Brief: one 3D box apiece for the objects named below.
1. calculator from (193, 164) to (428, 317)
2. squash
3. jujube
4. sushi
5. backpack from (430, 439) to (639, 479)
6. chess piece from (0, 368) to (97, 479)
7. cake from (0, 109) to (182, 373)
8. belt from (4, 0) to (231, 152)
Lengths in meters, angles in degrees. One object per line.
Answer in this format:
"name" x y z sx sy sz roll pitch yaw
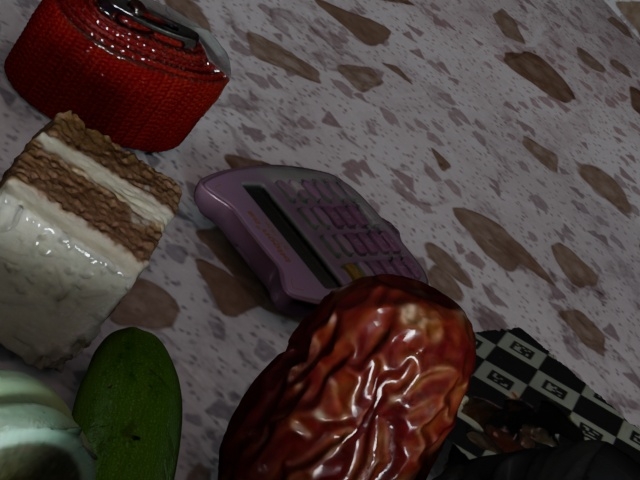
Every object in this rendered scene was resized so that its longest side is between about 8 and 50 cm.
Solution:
"calculator" -0.001 0.001 1.350 0.194 0.043 0.294 50 26 21
"squash" -0.139 0.153 0.916 0.082 0.082 0.292 31 29 -15
"jujube" 0.021 0.131 0.993 0.155 0.230 0.155 25 15 -7
"sushi" 0.190 0.185 1.298 0.290 0.050 0.264 0 33 -47
"backpack" 0.218 0.335 0.909 0.446 0.255 0.363 52 29 -6
"chess piece" -0.281 0.084 0.810 0.298 0.176 0.175 41 25 31
"cake" -0.195 0.004 1.008 0.134 0.135 0.147 32 28 -18
"belt" -0.186 -0.173 1.290 0.201 0.124 0.128 18 37 -33
